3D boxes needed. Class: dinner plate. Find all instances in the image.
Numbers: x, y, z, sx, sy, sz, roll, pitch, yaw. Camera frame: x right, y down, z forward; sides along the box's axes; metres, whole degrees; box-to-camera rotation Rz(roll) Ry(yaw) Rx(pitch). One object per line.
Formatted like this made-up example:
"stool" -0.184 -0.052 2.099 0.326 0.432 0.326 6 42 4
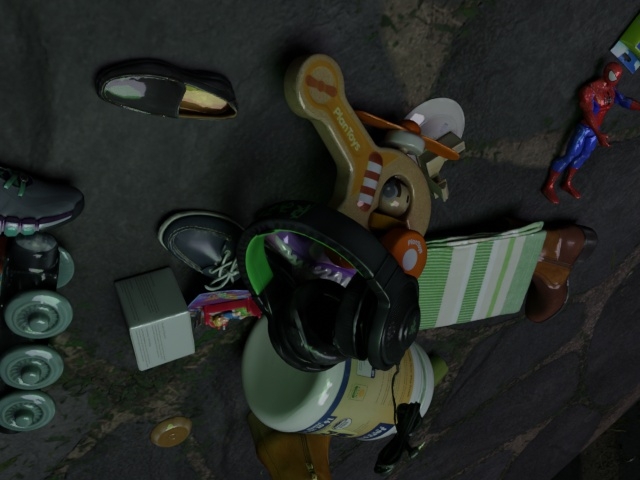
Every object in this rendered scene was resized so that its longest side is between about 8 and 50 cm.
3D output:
"dinner plate" 0.180 -0.165 1.013 0.141 0.017 0.141 -19 134 -20

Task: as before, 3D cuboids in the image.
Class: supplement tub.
"supplement tub" 0.040 0.239 1.124 0.316 0.228 0.228 23 112 -43

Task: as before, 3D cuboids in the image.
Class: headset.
"headset" 0.026 0.132 0.843 0.394 0.243 0.185 54 50 -21

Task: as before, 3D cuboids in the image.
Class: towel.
"towel" 0.276 0.079 1.237 0.324 0.038 0.248 -9 131 -13

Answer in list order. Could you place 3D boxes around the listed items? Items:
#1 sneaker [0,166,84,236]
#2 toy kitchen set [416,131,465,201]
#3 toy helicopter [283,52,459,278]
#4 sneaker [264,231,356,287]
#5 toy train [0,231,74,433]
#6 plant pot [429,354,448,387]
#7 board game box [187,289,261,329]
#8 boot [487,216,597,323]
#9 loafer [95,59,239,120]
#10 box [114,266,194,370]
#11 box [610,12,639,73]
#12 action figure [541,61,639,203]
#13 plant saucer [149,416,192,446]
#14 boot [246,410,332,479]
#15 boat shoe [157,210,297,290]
"sneaker" -0.383 -0.061 0.697 0.223 0.083 0.098 -6 125 -28
"toy kitchen set" 0.210 -0.113 1.014 0.075 0.068 0.083 -32 138 -6
"toy helicopter" 0.069 -0.119 0.874 0.235 0.140 0.355 -51 129 -19
"sneaker" 0.000 0.000 0.996 0.104 0.095 0.236 -52 140 8
"toy train" -0.431 0.127 0.798 0.190 0.142 0.334 7 123 -25
"plant pot" 0.253 0.308 1.441 0.079 0.083 0.083 -33 139 -20
"board game box" -0.140 0.117 0.978 0.133 0.033 0.168 5 158 -26
"boot" 0.440 0.075 1.338 0.280 0.096 0.264 1 130 -31
"loafer" -0.177 -0.175 0.740 0.170 0.061 0.062 -6 131 -28
"box" -0.246 0.115 0.924 0.087 0.101 0.102 -17 136 -20
"box" 0.597 -0.379 1.074 0.109 0.042 0.178 18 115 -41
"action figure" 0.512 -0.179 1.133 0.091 0.139 0.280 -15 131 -23
"plant saucer" -0.284 0.371 1.189 0.083 0.015 0.083 -17 134 -19
"boot" -0.011 0.451 1.291 0.295 0.211 0.104 16 117 -41
"boat shoe" -0.131 0.035 0.943 0.095 0.079 0.254 -45 137 11
